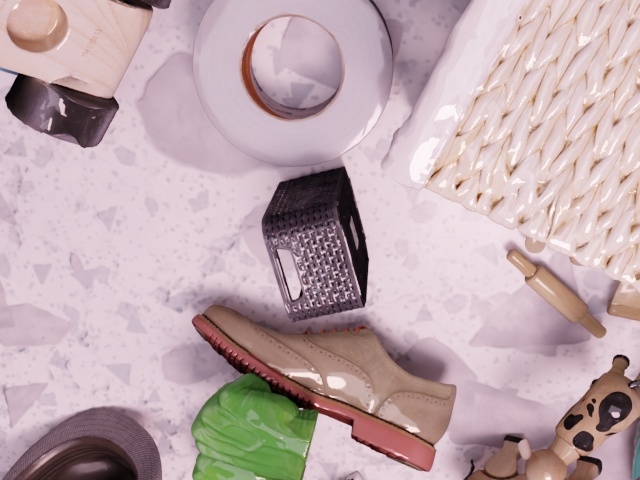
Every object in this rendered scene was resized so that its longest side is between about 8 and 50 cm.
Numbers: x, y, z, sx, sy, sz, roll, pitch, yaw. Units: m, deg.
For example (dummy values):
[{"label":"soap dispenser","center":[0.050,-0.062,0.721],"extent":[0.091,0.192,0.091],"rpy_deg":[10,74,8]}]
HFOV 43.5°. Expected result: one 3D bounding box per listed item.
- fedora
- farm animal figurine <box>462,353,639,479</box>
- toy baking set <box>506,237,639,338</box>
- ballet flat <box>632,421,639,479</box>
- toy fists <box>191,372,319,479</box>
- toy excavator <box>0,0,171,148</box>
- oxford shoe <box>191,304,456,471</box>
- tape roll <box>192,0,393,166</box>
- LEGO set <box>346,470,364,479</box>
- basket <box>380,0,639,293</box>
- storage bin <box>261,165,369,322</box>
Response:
[{"label":"fedora","center":[-0.316,0.377,1.070],"extent":[0.244,0.275,0.124],"rpy_deg":[19,148,29]},{"label":"farm animal figurine","center":[0.297,0.315,0.947],"extent":[0.327,0.172,0.330],"rpy_deg":[-14,102,41]},{"label":"toy baking set","center":[0.326,-0.003,0.959],"extent":[0.256,0.030,0.196],"rpy_deg":[36,106,-8]},{"label":"ballet flat","center":[0.472,0.192,0.961],"extent":[0.147,0.147,0.408],"rpy_deg":[-2,114,6]},{"label":"toy fists","center":[-0.086,0.263,1.007],"extent":[0.142,0.096,0.279],"rpy_deg":[15,142,4]},{"label":"toy excavator","center":[-0.419,-0.325,0.821],"extent":[0.433,0.445,0.222],"rpy_deg":[12,116,-44]},{"label":"oxford shoe","center":[0.006,0.157,1.019],"extent":[0.348,0.123,0.130],"rpy_deg":[29,76,1]},{"label":"tape roll","center":[-0.028,-0.196,0.896],"extent":[0.219,0.072,0.219],"rpy_deg":[2,109,5]},{"label":"LEGO set","center":[-0.027,0.420,1.107],"extent":[0.227,0.093,0.087],"rpy_deg":[-29,105,14]},{"label":"basket","center":[0.254,-0.175,0.727],"extent":[0.267,0.328,0.331],"rpy_deg":[26,110,2]},{"label":"storage bin","center":[0.000,0.000,0.906],"extent":[0.084,0.180,0.122],"rpy_deg":[-13,108,10]}]
